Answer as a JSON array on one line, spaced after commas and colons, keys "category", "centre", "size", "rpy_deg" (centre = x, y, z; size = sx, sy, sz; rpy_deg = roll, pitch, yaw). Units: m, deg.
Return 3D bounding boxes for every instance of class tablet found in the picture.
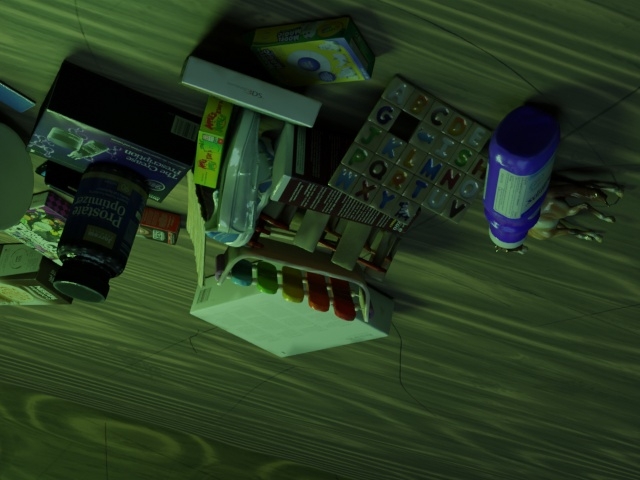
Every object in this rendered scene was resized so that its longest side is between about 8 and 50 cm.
[{"category": "tablet", "centre": [-0.554, -0.256, 1.923], "size": [0.054, 0.006, 0.083], "rpy_deg": [-15, 144, 44]}]

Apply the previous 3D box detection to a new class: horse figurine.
[{"category": "horse figurine", "centre": [0.410, -0.044, 1.848], "size": [0.174, 0.066, 0.263], "rpy_deg": [9, 156, 0]}]

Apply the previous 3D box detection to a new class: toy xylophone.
[{"category": "toy xylophone", "centre": [-0.042, 0.058, 2.097], "size": [0.322, 0.081, 0.236], "rpy_deg": [17, -163, -1]}]

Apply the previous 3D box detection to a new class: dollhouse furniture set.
[{"category": "dollhouse furniture set", "centre": [0.000, 0.000, 1.949], "size": [0.259, 0.135, 0.262], "rpy_deg": [25, -179, 16]}]

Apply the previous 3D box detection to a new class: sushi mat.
[{"category": "sushi mat", "centre": [-0.237, -0.036, 2.071], "size": [0.019, 0.152, 0.316], "rpy_deg": [-11, 157, -12]}]

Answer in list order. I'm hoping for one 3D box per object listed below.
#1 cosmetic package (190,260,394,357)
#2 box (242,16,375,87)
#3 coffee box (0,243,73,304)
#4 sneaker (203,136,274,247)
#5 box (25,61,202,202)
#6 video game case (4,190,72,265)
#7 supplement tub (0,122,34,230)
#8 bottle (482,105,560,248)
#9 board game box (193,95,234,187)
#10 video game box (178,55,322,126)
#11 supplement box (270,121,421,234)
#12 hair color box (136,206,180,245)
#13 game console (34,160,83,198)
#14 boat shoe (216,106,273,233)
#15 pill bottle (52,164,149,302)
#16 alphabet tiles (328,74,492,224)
[{"category": "cosmetic package", "centre": [-0.067, 0.150, 2.424], "size": [0.284, 0.098, 0.377], "rpy_deg": [32, 148, -32]}, {"category": "box", "centre": [-0.021, -0.276, 1.601], "size": [0.179, 0.043, 0.105], "rpy_deg": [0, 152, 29]}, {"category": "coffee box", "centre": [-0.716, 0.082, 2.578], "size": [0.246, 0.098, 0.141], "rpy_deg": [-3, 151, 29]}, {"category": "sneaker", "centre": [-0.135, -0.083, 1.882], "size": [0.081, 0.211, 0.080], "rpy_deg": [9, -159, -40]}, {"category": "box", "centre": [-0.359, -0.181, 1.882], "size": [0.261, 0.103, 0.184], "rpy_deg": [21, 156, -18]}, {"category": "video game case", "centre": [-0.581, -0.022, 2.371], "size": [0.210, 0.042, 0.232], "rpy_deg": [-10, 146, 36]}, {"category": "supplement tub", "centre": [-0.733, -0.111, 2.032], "size": [0.331, 0.241, 0.241], "rpy_deg": [-2, 151, 28]}, {"category": "bottle", "centre": [0.312, -0.088, 1.717], "size": [0.092, 0.118, 0.283], "rpy_deg": [30, 153, 20]}, {"category": "board game box", "centre": [-0.179, -0.172, 1.823], "size": [0.043, 0.092, 0.181], "rpy_deg": [14, 154, -4]}, {"category": "video game box", "centre": [-0.112, -0.225, 1.644], "size": [0.205, 0.048, 0.187], "rpy_deg": [18, -178, -11]}, {"category": "supplement box", "centre": [0.043, -0.105, 1.780], "size": [0.239, 0.130, 0.073], "rpy_deg": [15, 140, -15]}, {"category": "hair color box", "centre": [-0.364, -0.037, 2.240], "size": [0.141, 0.043, 0.072], "rpy_deg": [14, 155, -2]}, {"category": "game console", "centre": [-0.503, -0.102, 2.145], "size": [0.122, 0.107, 0.071], "rpy_deg": [27, 123, -28]}, {"category": "boat shoe", "centre": [-0.120, -0.118, 1.814], "size": [0.081, 0.228, 0.079], "rpy_deg": [8, -163, -14]}, {"category": "pill bottle", "centre": [-0.384, -0.010, 1.872], "size": [0.122, 0.219, 0.123], "rpy_deg": [12, 158, 5]}, {"category": "alphabet tiles", "centre": [0.158, -0.122, 1.707], "size": [0.237, 0.198, 0.009], "rpy_deg": [26, -166, -25]}]
